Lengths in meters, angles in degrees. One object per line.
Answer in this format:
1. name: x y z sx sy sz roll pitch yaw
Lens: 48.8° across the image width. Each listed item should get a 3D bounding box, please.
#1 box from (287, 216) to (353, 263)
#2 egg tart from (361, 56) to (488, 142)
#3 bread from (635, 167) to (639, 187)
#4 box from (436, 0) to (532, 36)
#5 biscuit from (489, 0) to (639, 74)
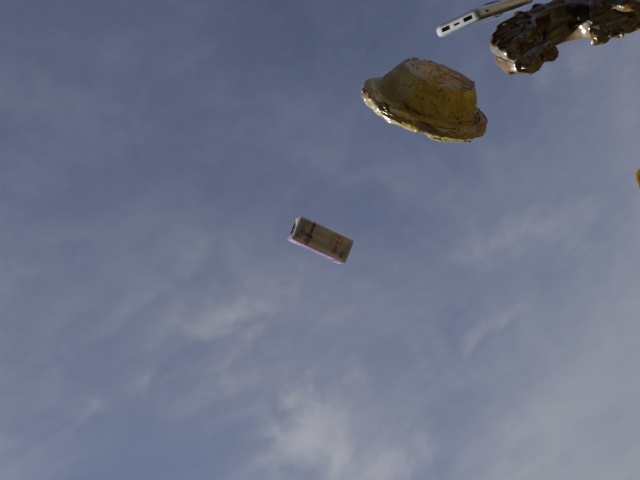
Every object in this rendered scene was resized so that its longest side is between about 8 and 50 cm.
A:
1. box: 0.000 0.000 1.318 0.117 0.036 0.051 26 -99 -18
2. egg tart: 0.227 -0.304 1.495 0.288 0.288 0.118 -12 -47 -38
3. bread: 0.452 -0.175 0.589 0.398 0.215 0.398 17 -90 -88
4. box: 0.425 -0.581 1.810 0.285 0.142 0.044 -30 -77 -41
5. biscuit: 0.597 -0.531 1.759 0.366 0.268 0.115 -19 -63 4
